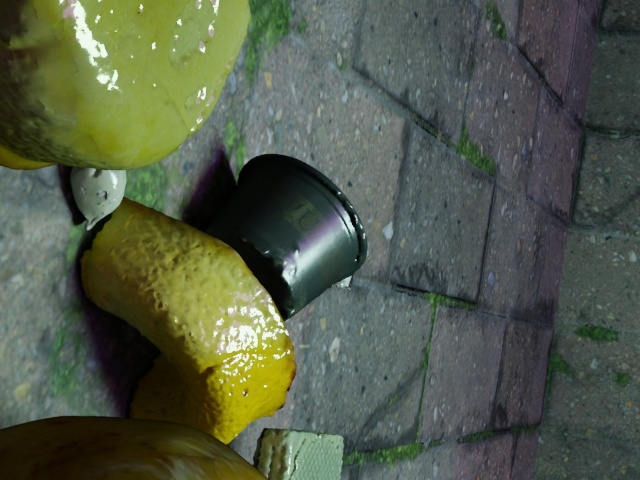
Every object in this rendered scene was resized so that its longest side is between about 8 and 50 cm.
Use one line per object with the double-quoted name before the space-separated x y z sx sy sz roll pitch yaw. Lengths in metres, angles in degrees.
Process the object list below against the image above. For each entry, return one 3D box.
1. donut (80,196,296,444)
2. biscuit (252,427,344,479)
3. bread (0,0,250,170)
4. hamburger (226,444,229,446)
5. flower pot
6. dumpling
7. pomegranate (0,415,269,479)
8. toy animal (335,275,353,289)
"donut" -0.103 0.091 0.935 0.101 0.152 0.259 -46 136 -42
"biscuit" -0.032 0.310 1.050 0.150 0.052 0.252 34 64 -66
"bread" -0.159 -0.176 0.740 0.270 0.148 0.270 -38 134 -54
"hamburger" -0.097 0.296 1.080 0.164 0.093 0.190 -60 149 -42
"flower pot" -0.048 0.007 1.058 0.107 0.157 0.157 -46 139 -33
"dumpling" -0.176 -0.051 0.870 0.059 0.043 0.077 -85 167 -62
"pomegranate" -0.147 0.246 0.714 0.307 0.307 0.307 7 90 -66
"toy animal" -0.002 0.006 1.235 0.124 0.071 0.085 61 44 -54
